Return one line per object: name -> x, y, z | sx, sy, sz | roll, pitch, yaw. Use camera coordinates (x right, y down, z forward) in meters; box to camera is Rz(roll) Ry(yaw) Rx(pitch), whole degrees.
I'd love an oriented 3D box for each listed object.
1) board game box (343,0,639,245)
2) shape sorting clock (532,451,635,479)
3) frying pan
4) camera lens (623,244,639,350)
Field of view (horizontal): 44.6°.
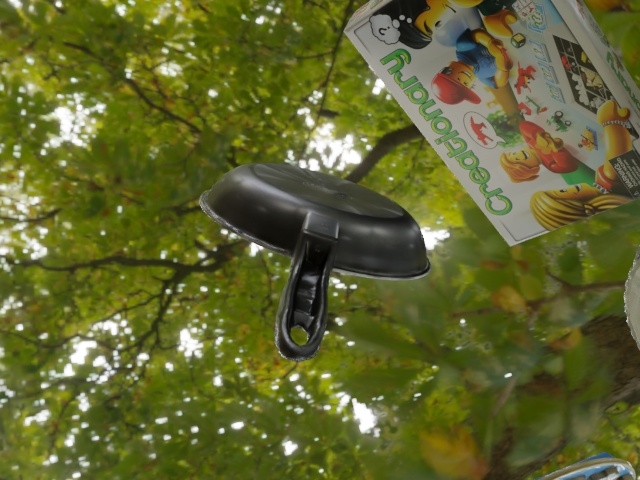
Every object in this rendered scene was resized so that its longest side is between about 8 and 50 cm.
board game box -> 0.191, -0.144, 0.768 | 0.193, 0.053, 0.305 | -25, -64, 39
shape sorting clock -> 0.251, 0.302, 0.848 | 0.206, 0.206, 0.040 | -52, -134, 22
frying pan -> -0.025, -0.011, 0.580 | 0.197, 0.326, 0.053 | 22, -75, 19
camera lens -> 0.417, 0.005, 0.671 | 0.219, 0.274, 0.219 | 32, -38, 29
